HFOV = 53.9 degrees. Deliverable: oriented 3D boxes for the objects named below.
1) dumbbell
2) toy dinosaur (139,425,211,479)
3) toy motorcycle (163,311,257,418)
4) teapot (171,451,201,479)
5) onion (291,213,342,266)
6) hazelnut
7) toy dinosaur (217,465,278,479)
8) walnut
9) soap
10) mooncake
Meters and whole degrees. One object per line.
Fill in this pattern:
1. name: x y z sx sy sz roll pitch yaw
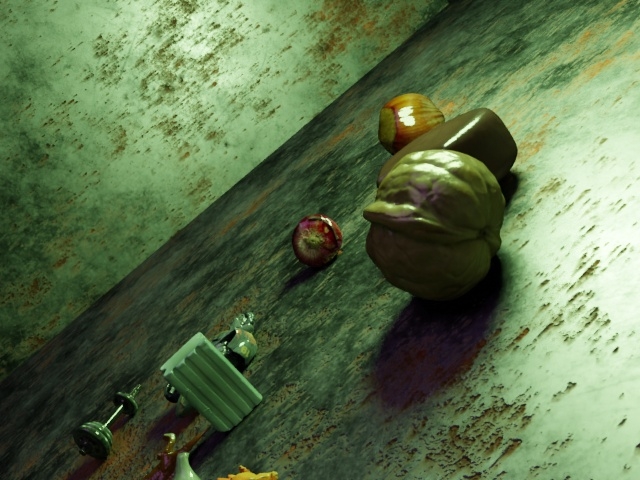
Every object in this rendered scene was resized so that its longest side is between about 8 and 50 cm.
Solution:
1. dumbbell: -0.568 0.485 1.719 0.110 0.110 0.254 -24 18 34
2. toy dinosaur: -0.329 0.491 1.355 0.212 0.057 0.142 -37 31 8
3. toy motorcycle: -0.265 0.302 1.582 0.307 0.108 0.173 -46 26 -13
4. teapot: -0.316 0.535 1.093 0.318 0.149 0.220 -37 19 1
5. onion: 0.000 0.000 1.791 0.150 0.150 0.140 -31 -10 18
6. hazelnut: 0.282 -0.353 1.985 0.186 0.210 0.210 -52 6 43
7. toy dinosaur: -0.127 0.430 1.061 0.117 0.070 0.288 -6 3 -28
8. walnut: 0.223 -0.034 1.248 0.285 0.285 0.296 16 92 66
9. soap: -0.235 0.311 1.368 0.119 0.198 0.066 -43 20 -11
10. mooncake: 0.301 -0.170 1.496 0.326 0.174 0.334 -28 14 20
